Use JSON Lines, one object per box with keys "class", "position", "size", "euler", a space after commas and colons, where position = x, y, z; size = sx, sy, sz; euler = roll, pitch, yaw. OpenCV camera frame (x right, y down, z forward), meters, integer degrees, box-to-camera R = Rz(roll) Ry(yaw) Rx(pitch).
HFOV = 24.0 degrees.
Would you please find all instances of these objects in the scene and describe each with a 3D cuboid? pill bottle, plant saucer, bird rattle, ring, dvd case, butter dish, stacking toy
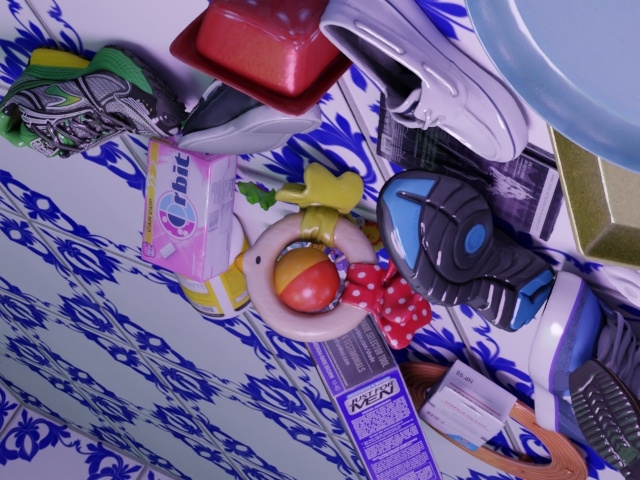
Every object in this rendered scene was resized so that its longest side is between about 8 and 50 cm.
{"class": "pill bottle", "position": [-0.162, 0.021, 2.206], "size": [0.119, 0.119, 0.208], "euler": [24, 158, 21]}
{"class": "plant saucer", "position": [0.259, -0.172, 1.213], "size": [0.318, 0.043, 0.317], "euler": [30, 153, 17]}
{"class": "plant saucer", "position": [0.311, -0.055, 1.396], "size": [0.188, 0.045, 0.188], "euler": [13, 133, 42]}
{"class": "bird rattle", "position": [0.013, 0.039, 1.859], "size": [0.253, 0.207, 0.143], "euler": [56, 174, 3]}
{"class": "ring", "position": [0.261, 0.276, 2.306], "size": [0.337, 0.032, 0.336], "euler": [27, 158, 12]}
{"class": "dvd case", "position": [0.162, -0.087, 1.634], "size": [0.221, 0.018, 0.164], "euler": [28, 159, 12]}
{"class": "butter dish", "position": [-0.043, -0.223, 1.477], "size": [0.160, 0.160, 0.118], "euler": [28, 136, 12]}
{"class": "stacking toy", "position": [0.000, 0.000, 2.032], "size": [0.221, 0.052, 0.167], "euler": [25, 157, 24]}

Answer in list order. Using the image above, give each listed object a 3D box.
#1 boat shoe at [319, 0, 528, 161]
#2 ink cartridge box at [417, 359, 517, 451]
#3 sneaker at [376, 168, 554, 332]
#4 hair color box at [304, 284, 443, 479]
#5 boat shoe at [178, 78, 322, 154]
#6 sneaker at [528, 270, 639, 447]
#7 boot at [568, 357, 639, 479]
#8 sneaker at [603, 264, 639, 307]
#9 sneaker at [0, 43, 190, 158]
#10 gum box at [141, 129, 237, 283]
{"class": "boat shoe", "position": [0.097, -0.151, 1.477], "size": [0.258, 0.084, 0.095], "euler": [41, 155, -18]}
{"class": "ink cartridge box", "position": [0.212, 0.233, 2.149], "size": [0.104, 0.060, 0.180], "euler": [33, 159, 2]}
{"class": "sneaker", "position": [0.132, 0.006, 1.675], "size": [0.140, 0.125, 0.341], "euler": [33, 177, 36]}
{"class": "hair color box", "position": [0.075, 0.241, 2.215], "size": [0.338, 0.110, 0.185], "euler": [69, 174, -45]}
{"class": "boat shoe", "position": [-0.080, -0.157, 1.732], "size": [0.114, 0.091, 0.302], "euler": [2, 174, -30]}
{"class": "sneaker", "position": [0.375, 0.162, 1.769], "size": [0.236, 0.130, 0.322], "euler": [15, 151, 18]}
{"class": "boot", "position": [0.371, 0.209, 1.689], "size": [0.077, 0.137, 0.198], "euler": [-38, 79, 41]}
{"class": "sneaker", "position": [0.376, 0.048, 1.447], "size": [0.232, 0.090, 0.115], "euler": [44, 125, 32]}
{"class": "sneaker", "position": [-0.297, -0.159, 1.952], "size": [0.344, 0.146, 0.134], "euler": [7, 148, 48]}
{"class": "gum box", "position": [-0.176, -0.051, 2.018], "size": [0.107, 0.062, 0.188], "euler": [21, 118, 28]}
